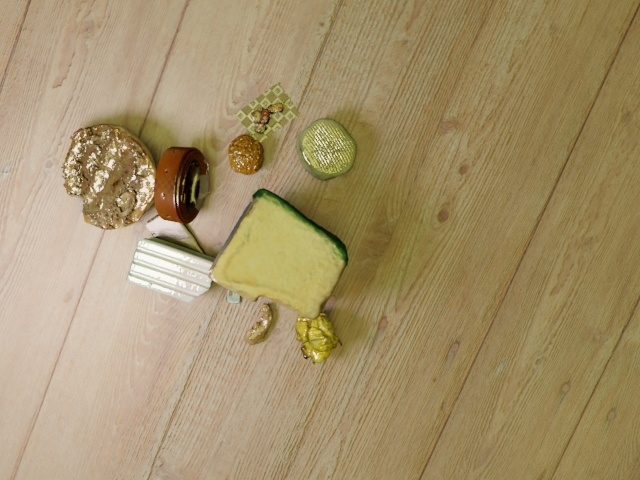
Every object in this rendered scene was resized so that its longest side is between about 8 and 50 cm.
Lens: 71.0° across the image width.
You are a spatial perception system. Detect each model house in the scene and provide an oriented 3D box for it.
[{"bbox_3d":[-0.134,0.061,1.529,0.382,0.342,0.335,31,87,-7],"label":"model house"}]

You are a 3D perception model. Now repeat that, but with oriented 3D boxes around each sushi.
[{"bbox_3d":[-0.189,-0.459,1.610,0.201,0.031,0.139,-37,96,2],"label":"sushi"}]

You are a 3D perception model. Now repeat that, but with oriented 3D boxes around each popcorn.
[{"bbox_3d":[-0.006,0.354,1.647,0.173,0.168,0.195,-31,111,-35],"label":"popcorn"}]

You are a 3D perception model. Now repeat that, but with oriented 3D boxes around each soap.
[{"bbox_3d":[-0.522,0.107,1.606,0.289,0.095,0.173,19,97,-3],"label":"soap"}]

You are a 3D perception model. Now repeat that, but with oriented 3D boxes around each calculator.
[{"bbox_3d":[-0.319,0.153,1.684,0.057,0.018,0.172,7,98,-1],"label":"calculator"}]

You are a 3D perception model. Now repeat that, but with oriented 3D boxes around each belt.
[{"bbox_3d":[-0.477,-0.191,1.552,0.105,0.184,0.261,8,87,20],"label":"belt"}]

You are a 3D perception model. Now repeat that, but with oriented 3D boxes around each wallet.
[{"bbox_3d":[-0.526,0.005,1.653,0.124,0.025,0.244,-33,97,4],"label":"wallet"}]

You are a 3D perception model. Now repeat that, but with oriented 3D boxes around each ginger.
[{"bbox_3d":[-0.225,0.321,1.693,0.069,0.051,0.173,27,90,-10],"label":"ginger"}]

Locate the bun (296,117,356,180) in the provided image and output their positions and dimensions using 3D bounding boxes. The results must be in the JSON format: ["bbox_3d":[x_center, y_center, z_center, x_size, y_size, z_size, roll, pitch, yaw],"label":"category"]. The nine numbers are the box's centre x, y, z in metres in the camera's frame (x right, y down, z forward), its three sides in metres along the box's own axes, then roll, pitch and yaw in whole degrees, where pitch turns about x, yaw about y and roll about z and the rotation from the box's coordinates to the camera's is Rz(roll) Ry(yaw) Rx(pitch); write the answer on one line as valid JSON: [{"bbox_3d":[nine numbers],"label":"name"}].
[{"bbox_3d":[0.019,-0.317,1.598,0.221,0.108,0.221,0,91,-8],"label":"bun"}]

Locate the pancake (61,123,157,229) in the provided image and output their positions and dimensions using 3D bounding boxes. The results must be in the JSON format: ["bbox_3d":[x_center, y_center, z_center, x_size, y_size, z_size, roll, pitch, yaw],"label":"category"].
[{"bbox_3d":[-0.738,-0.220,1.556,0.382,0.071,0.382,3,99,16],"label":"pancake"}]

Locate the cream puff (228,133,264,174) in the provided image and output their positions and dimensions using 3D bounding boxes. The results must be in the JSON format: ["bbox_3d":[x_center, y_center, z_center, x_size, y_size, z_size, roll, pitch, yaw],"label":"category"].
[{"bbox_3d":[-0.266,-0.304,1.589,0.126,0.103,0.144,1,91,-1],"label":"cream puff"}]
